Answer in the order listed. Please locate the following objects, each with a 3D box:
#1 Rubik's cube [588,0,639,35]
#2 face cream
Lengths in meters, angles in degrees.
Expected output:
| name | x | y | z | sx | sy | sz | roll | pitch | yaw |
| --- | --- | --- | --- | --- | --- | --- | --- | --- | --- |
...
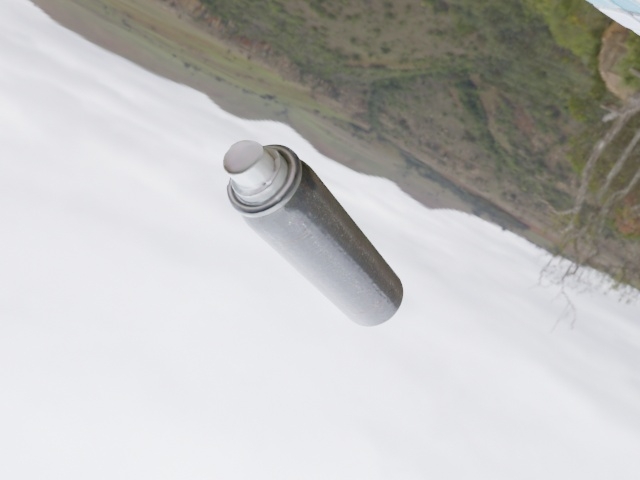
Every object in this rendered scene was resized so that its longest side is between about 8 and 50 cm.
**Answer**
| name | x | y | z | sx | sy | sz | roll | pitch | yaw |
| --- | --- | --- | --- | --- | --- | --- | --- | --- | --- |
| Rubik's cube | 0.449 | -0.306 | 0.625 | 0.259 | 0.253 | 0.256 | 21 | -160 | -22 |
| face cream | 0.000 | 0.000 | 0.599 | 0.073 | 0.073 | 0.283 | 36 | 174 | 38 |
